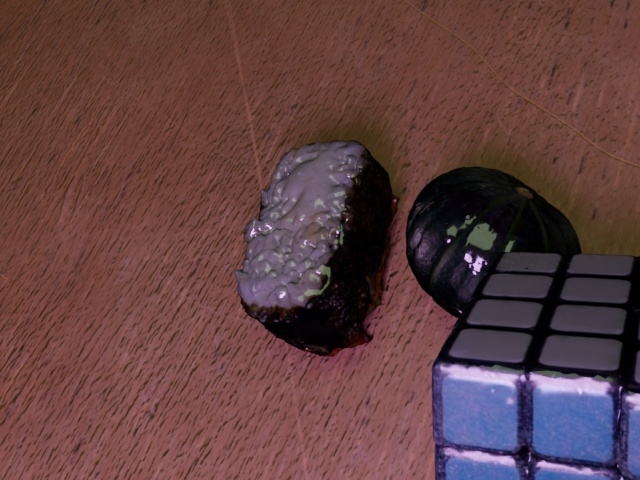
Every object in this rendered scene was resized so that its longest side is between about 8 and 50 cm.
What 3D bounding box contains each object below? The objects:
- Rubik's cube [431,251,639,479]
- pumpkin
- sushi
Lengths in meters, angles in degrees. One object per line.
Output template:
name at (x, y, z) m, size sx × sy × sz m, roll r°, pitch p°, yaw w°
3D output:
Rubik's cube at (0.315, 0.221, 0.968) m, size 0.337 × 0.345 × 0.344 m, roll 1°, pitch 18°, yaw 21°
pumpkin at (0.230, 0.013, 1.312) m, size 0.249 × 0.216 × 0.250 m, roll 10°, pitch 47°, yaw -11°
sushi at (0.000, 0.000, 1.410) m, size 0.196 × 0.182 × 0.343 m, roll 0°, pitch 57°, yaw 26°
